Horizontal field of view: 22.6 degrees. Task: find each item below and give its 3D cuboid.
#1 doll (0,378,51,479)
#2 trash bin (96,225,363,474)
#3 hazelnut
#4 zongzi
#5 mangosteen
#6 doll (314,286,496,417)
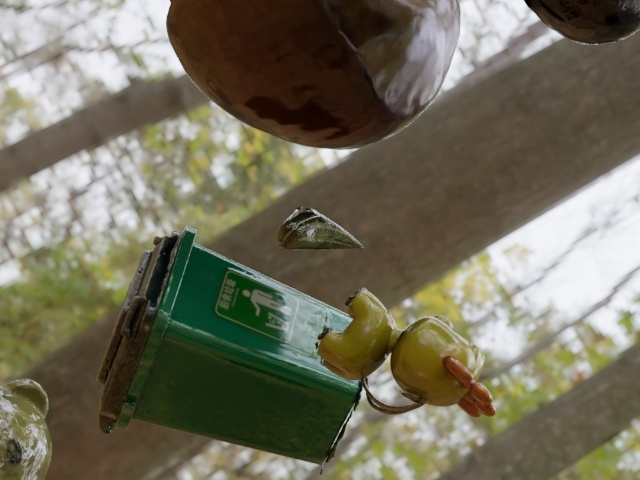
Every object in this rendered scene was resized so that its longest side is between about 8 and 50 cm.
[{"bbox_3d":[-0.386,0.286,1.802,0.161,0.177,0.261,-146,-127,-60],"label":"doll"},{"bbox_3d":[-0.136,0.193,2.463,0.259,0.381,0.295,-76,-172,-52],"label":"trash bin"},{"bbox_3d":[-0.004,-0.309,2.372,0.429,0.402,0.402,18,23,-48],"label":"hazelnut"},{"bbox_3d":[0.000,0.000,2.277,0.113,0.104,0.052,28,-66,5],"label":"zongzi"},{"bbox_3d":[0.346,-0.364,2.026,0.216,0.216,0.216,52,-19,27],"label":"mangosteen"},{"bbox_3d":[0.115,0.148,1.931,0.221,0.135,0.143,29,-19,20],"label":"doll"}]
